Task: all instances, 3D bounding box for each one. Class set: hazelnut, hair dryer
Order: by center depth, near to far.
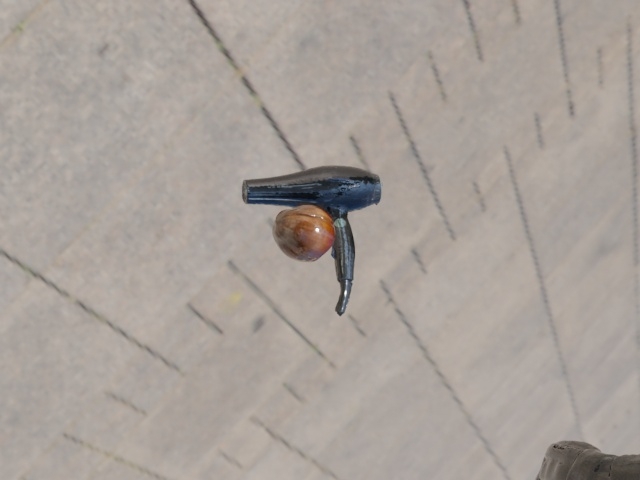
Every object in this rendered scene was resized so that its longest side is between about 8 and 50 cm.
[{"bbox_3d":[-0.022,-0.012,1.635,0.086,0.086,0.086,-37,153,-22],"label":"hazelnut"},{"bbox_3d":[0.000,0.000,1.731,0.196,0.219,0.075,-3,158,-15],"label":"hair dryer"}]

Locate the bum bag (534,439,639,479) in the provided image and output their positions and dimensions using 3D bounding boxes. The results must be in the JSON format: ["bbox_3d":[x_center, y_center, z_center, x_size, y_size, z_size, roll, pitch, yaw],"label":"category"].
[{"bbox_3d":[0.221,0.218,0.902,0.080,0.142,0.326,-7,177,-17],"label":"bum bag"}]
